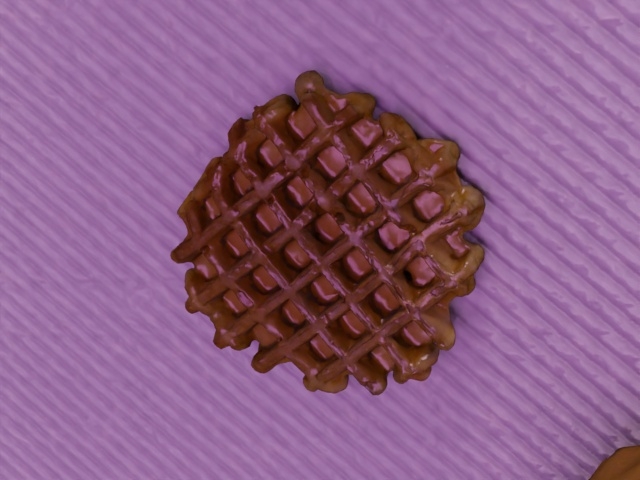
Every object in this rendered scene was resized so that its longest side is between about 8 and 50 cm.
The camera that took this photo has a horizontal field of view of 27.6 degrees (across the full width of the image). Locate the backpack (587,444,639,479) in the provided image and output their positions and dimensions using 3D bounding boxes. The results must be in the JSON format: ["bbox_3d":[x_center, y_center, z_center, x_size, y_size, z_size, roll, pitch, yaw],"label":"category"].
[{"bbox_3d":[0.272,0.257,0.623,0.353,0.201,0.378,-30,94,32],"label":"backpack"}]

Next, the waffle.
[{"bbox_3d":[0.003,0.004,0.724,0.191,0.038,0.191,7,111,18],"label":"waffle"}]
